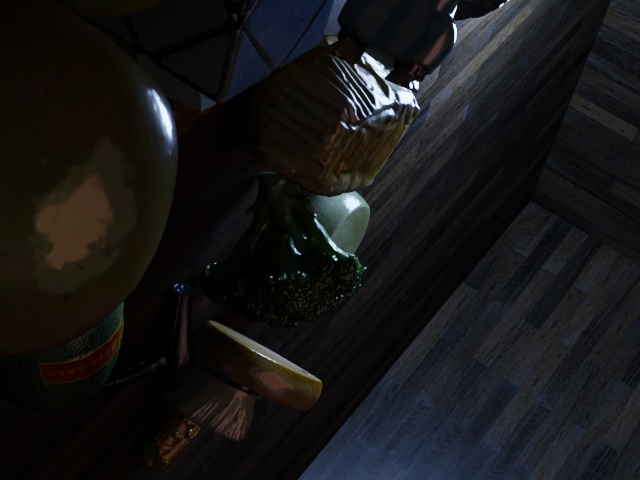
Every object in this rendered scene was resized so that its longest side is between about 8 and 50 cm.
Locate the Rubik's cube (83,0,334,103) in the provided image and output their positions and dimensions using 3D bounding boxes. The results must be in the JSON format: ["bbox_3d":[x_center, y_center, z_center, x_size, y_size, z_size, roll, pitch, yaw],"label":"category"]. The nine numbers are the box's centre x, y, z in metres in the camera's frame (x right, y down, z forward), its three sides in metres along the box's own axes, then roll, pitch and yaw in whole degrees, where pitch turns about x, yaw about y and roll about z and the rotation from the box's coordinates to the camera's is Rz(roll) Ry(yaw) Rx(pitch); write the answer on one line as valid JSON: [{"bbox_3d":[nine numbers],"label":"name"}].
[{"bbox_3d":[-0.104,-0.303,1.215,0.205,0.207,0.205,-37,156,-46],"label":"Rubik's cube"}]

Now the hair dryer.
[{"bbox_3d":[-0.286,0.183,1.853,0.219,0.075,0.196,-25,135,-48],"label":"hair dryer"}]

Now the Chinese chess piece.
[{"bbox_3d":[0.000,0.000,2.253,0.238,0.092,0.238,-51,163,-22],"label":"Chinese chess piece"}]

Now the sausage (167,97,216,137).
[{"bbox_3d":[-0.192,-0.159,1.494,0.062,0.054,0.183,-28,-169,45],"label":"sausage"}]

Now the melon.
[{"bbox_3d":[-0.322,0.098,1.365,0.182,0.182,0.288,-43,157,-40],"label":"melon"}]

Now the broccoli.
[{"bbox_3d":[-0.071,0.017,1.935,0.269,0.269,0.254,-55,-154,-9],"label":"broccoli"}]

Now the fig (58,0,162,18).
[{"bbox_3d":[-0.154,-0.331,0.969,0.258,0.258,0.326,-38,166,-48],"label":"fig"}]

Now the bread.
[{"bbox_3d":[0.017,-0.198,1.810,0.236,0.183,0.388,-57,167,9],"label":"bread"}]

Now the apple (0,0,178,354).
[{"bbox_3d":[-0.269,-0.071,0.990,0.277,0.319,0.319,-45,163,2],"label":"apple"}]

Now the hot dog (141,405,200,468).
[{"bbox_3d":[-0.243,0.318,2.185,0.269,0.072,0.115,-52,170,-20],"label":"hot dog"}]

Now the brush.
[{"bbox_3d":[-0.134,0.269,2.080,0.166,0.266,0.174,-63,-161,-1],"label":"brush"}]

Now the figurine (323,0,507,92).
[{"bbox_3d":[0.183,-0.382,1.761,0.361,0.266,0.377,-63,164,2],"label":"figurine"}]

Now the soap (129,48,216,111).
[{"bbox_3d":[-0.123,-0.259,1.443,0.230,0.091,0.145,-51,162,-23],"label":"soap"}]
